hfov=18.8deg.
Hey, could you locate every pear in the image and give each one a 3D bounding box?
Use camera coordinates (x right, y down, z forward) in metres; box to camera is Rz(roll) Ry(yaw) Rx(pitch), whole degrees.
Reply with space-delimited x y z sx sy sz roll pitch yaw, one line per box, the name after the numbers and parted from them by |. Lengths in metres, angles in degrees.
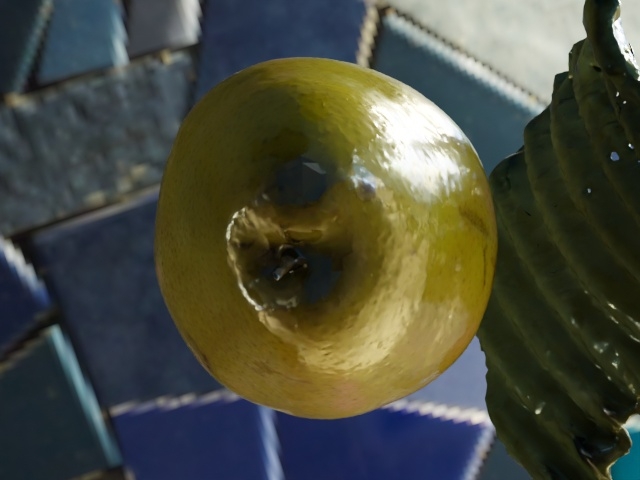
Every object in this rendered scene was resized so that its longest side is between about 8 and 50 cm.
-0.010 -0.006 1.469 0.285 0.285 0.336 -16 -21 21 | pear

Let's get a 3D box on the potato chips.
0.228 0.000 1.639 0.097 0.389 0.373 2 -31 -22 | potato chips
